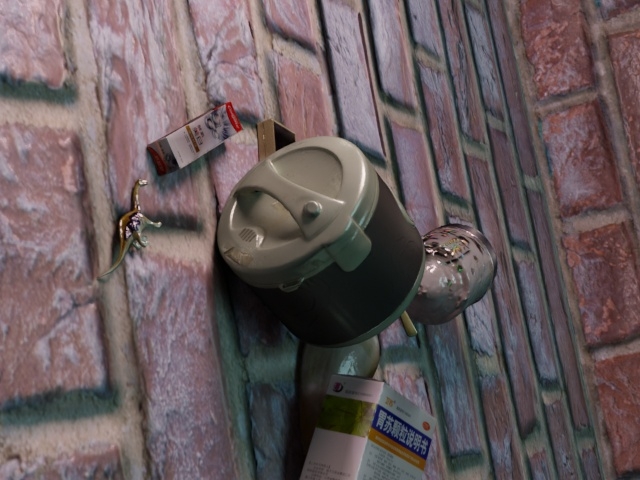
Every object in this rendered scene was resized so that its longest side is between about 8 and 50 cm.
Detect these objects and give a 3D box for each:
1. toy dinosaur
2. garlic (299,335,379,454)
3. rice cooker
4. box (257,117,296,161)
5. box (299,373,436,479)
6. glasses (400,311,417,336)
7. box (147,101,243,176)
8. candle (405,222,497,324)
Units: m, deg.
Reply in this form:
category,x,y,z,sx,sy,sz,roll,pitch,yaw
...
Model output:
category,x,y,z,sx,sy,sz,roll,pitch,yaw
toy dinosaur,-0.251,-0.009,1.378,0.058,0.037,0.180,32,37,-21
garlic,0.030,0.229,1.732,0.143,0.112,0.318,54,45,-40
rice cooker,0.000,-0.003,1.592,0.277,0.288,0.288,50,36,-38
box,-0.075,-0.165,1.783,0.079,0.035,0.083,24,57,-56
box,0.064,0.387,1.609,0.200,0.106,0.299,40,60,-48
glasses,0.080,0.098,1.795,0.239,0.102,0.207,51,-9,53
box,-0.189,-0.159,1.561,0.055,0.040,0.218,66,28,-13
candle,0.237,0.078,2.096,0.330,0.187,0.187,-25,99,-60
